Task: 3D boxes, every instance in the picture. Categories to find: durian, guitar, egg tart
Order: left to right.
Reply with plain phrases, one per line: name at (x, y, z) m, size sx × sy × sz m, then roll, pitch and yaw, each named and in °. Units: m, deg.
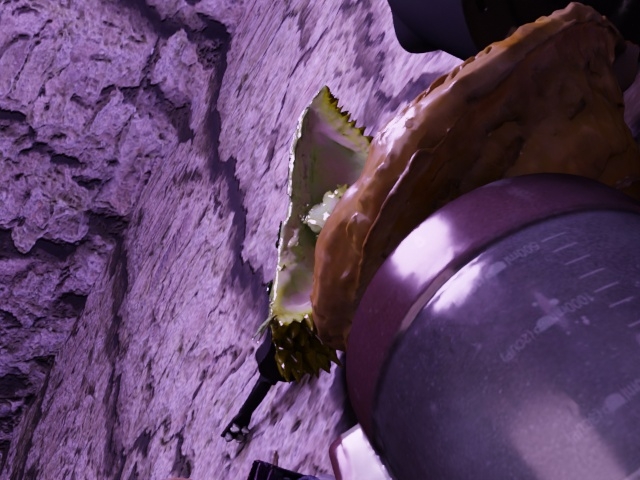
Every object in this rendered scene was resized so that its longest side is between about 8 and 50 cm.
guitar at (-0.070, 0.186, 1.145) m, size 0.271 × 0.084 × 0.038 m, roll -61°, pitch 23°, yaw 29°
durian at (0.006, 0.007, 1.012) m, size 0.157 × 0.169 × 0.356 m, roll -35°, pitch 35°, yaw 49°
egg tart at (0.141, -0.017, 0.654) m, size 0.129 × 0.341 × 0.341 m, roll 42°, pitch 110°, yaw 29°

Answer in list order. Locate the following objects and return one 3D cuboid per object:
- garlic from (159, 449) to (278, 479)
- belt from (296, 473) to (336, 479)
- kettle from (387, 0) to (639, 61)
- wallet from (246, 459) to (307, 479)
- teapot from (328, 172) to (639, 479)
garlic at (-0.155, 0.339, 0.965) m, size 0.257 × 0.207 × 0.207 m, roll -62°, pitch 21°, yaw 25°
belt at (0.020, 0.299, 0.734) m, size 0.140 × 0.126 × 0.230 m, roll -61°, pitch 21°, yaw 15°
kettle at (0.185, -0.298, 0.855) m, size 0.308 × 0.203 × 0.262 m, roll -122°, pitch 33°, yaw -68°
wallet at (-0.042, 0.287, 0.871) m, size 0.030 × 0.166 × 0.111 m, roll 13°, pitch 74°, yaw 28°
teapot at (0.133, 0.148, 0.442) m, size 0.315 × 0.233 × 0.312 m, roll -31°, pitch 32°, yaw -1°
